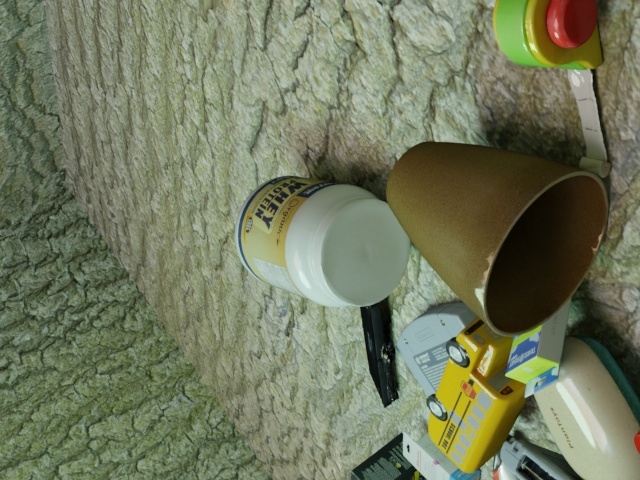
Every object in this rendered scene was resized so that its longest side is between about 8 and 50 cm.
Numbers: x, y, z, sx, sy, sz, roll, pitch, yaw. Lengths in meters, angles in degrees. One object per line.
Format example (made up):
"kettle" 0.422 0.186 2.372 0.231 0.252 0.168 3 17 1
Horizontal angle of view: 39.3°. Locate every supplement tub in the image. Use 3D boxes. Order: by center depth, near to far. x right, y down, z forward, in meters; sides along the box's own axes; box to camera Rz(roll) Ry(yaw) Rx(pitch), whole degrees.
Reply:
"supplement tub" 0.000 0.000 1.697 0.316 0.228 0.228 14 131 57

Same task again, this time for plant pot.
"plant pot" 0.217 -0.033 1.229 0.254 0.237 0.237 35 147 42

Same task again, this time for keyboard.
"keyboard" 0.129 0.241 1.920 0.201 0.033 0.317 -113 9 -49

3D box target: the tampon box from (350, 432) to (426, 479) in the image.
"tampon box" 0.163 0.562 2.118 0.101 0.161 0.120 43 152 31

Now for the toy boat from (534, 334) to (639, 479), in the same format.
"toy boat" 0.442 0.250 1.276 0.267 0.148 0.318 65 163 -2

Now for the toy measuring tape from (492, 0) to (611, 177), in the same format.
"toy measuring tape" 0.276 -0.206 1.070 0.121 0.121 0.330 23 138 53

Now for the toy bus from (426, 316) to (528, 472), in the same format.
"toy bus" 0.269 0.251 1.498 0.130 0.108 0.333 45 149 26

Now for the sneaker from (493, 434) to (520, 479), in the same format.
"sneaker" 0.411 0.492 1.668 0.145 0.090 0.270 2 108 39

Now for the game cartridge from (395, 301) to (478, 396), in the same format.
"game cartridge" 0.250 0.220 1.690 0.198 0.062 0.297 61 156 7

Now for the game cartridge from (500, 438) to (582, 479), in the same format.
"game cartridge" 0.432 0.410 1.399 0.196 0.060 0.294 20 -175 -22

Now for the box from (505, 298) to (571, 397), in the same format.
"box" 0.321 0.129 1.309 0.042 0.178 0.109 21 153 -5

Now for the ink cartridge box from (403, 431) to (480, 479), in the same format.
"ink cartridge box" 0.262 0.487 1.961 0.181 0.061 0.104 40 149 35
